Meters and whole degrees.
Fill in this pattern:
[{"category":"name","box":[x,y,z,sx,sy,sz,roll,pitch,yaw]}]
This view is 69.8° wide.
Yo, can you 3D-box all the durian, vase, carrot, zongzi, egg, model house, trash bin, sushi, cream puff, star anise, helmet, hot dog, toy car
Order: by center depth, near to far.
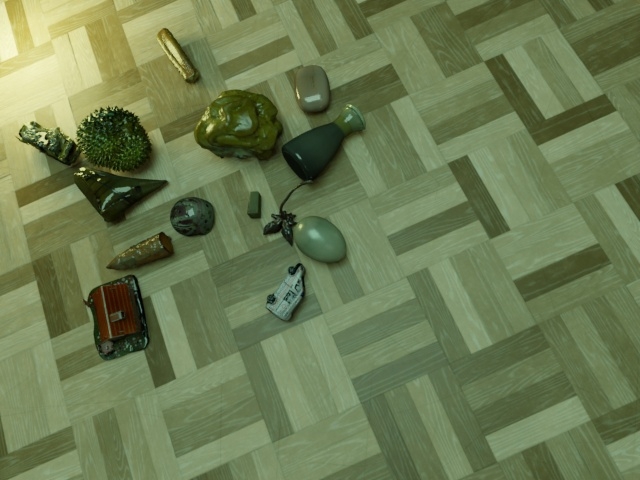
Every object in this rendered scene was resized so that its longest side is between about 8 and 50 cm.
[{"category":"toy car","box":[-0.104,0.186,1.658,0.108,0.089,0.210,34,83,13]},{"category":"egg","box":[0.000,0.000,1.663,0.209,0.151,0.151,36,81,-1]},{"category":"model house","box":[-0.772,0.275,1.676,0.206,0.154,0.294,-18,75,0]},{"category":"star anise","box":[-0.116,-0.102,1.678,0.218,0.227,0.148,-28,67,-13]},{"category":"carrot","box":[-0.700,0.056,1.758,0.263,0.102,0.102,-23,74,1]},{"category":"cream puff","box":[-0.319,-0.464,1.763,0.323,0.274,0.270,2,85,4]},{"category":"vase","box":[0.019,-0.386,1.764,0.321,0.173,0.173,-42,75,-11]},{"category":"helmet","box":[-0.506,-0.100,1.770,0.176,0.107,0.153,-2,78,5]},{"category":"trash bin","box":[-0.253,-0.138,1.775,0.042,0.061,0.092,1,73,7]},{"category":"durian","box":[-0.815,-0.407,1.815,0.290,0.225,0.291,8,41,-7]},{"category":"zongzi","box":[-0.804,-0.241,1.843,0.289,0.123,0.260,-39,71,-15]},{"category":"sushi","box":[-1.126,-0.423,1.916,0.290,0.131,0.139,25,81,20]},{"category":"hot dog","box":[-0.616,-0.799,1.990,0.083,0.068,0.289,-39,78,19]}]

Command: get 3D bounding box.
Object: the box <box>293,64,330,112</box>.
[{"category":"box","box":[-0.034,-0.615,1.863,0.145,0.088,0.200,-9,75,3]}]
